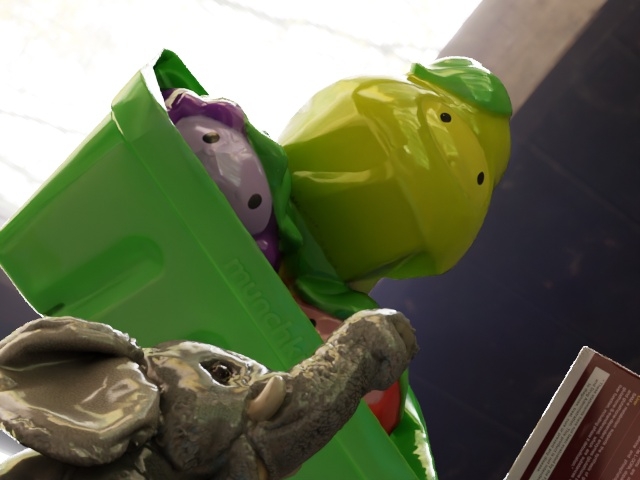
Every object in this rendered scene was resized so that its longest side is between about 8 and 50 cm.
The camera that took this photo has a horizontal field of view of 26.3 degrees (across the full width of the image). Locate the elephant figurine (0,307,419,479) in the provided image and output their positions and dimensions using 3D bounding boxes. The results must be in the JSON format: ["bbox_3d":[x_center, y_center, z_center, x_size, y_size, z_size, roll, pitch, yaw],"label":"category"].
[{"bbox_3d":[-0.089,0.113,0.652,0.169,0.186,0.239,-45,-163,43],"label":"elephant figurine"}]

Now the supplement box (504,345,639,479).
[{"bbox_3d":[0.268,0.191,1.001,0.239,0.073,0.130,32,-88,40],"label":"supplement box"}]

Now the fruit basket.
[{"bbox_3d":[0.000,0.000,1.023,0.392,0.392,0.283,-52,-171,10],"label":"fruit basket"}]
